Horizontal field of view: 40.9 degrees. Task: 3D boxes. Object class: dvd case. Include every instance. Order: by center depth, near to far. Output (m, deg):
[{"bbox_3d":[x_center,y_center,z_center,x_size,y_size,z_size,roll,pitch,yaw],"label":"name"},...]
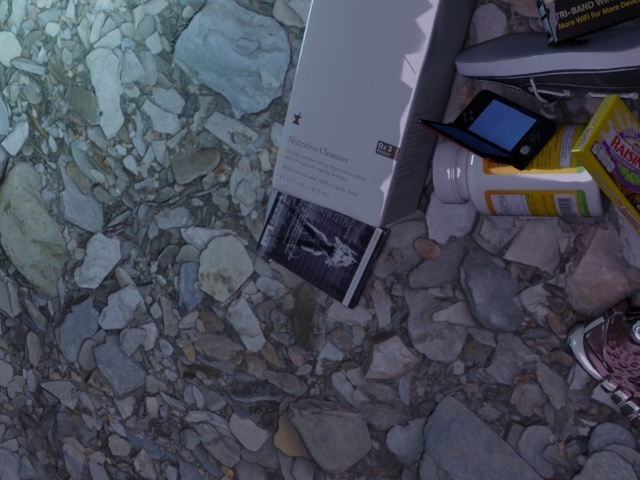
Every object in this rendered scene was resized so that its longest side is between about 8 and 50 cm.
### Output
[{"bbox_3d":[0.000,0.000,1.539,0.221,0.018,0.164,31,114,19],"label":"dvd case"}]

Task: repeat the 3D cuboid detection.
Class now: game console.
[{"bbox_3d":[0.235,-0.164,1.207,0.124,0.085,0.144,-49,52,-5],"label":"game console"}]

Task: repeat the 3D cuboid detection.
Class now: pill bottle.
[{"bbox_3d":[0.300,-0.104,1.280,0.246,0.136,0.136,2,104,28],"label":"pill bottle"}]

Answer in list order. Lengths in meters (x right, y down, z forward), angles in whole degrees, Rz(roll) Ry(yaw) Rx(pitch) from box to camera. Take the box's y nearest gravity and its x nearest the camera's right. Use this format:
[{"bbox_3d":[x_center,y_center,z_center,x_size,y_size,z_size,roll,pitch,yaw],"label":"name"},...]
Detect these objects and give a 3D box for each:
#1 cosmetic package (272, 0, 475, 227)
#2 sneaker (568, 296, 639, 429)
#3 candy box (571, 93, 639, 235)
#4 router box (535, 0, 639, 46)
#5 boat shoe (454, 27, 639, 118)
[{"bbox_3d":[0.082,-0.240,1.353,0.217,0.156,0.385,21,113,24],"label":"cosmetic package"},{"bbox_3d":[0.516,0.202,1.266,0.281,0.106,0.162,47,116,11],"label":"sneaker"},{"bbox_3d":[0.432,-0.094,1.184,0.206,0.105,0.027,43,158,-24],"label":"candy box"},{"bbox_3d":[0.417,-0.420,1.115,0.309,0.081,0.243,-18,94,11],"label":"router box"},{"bbox_3d":[0.340,-0.241,1.243,0.306,0.113,0.105,3,125,34],"label":"boat shoe"}]
